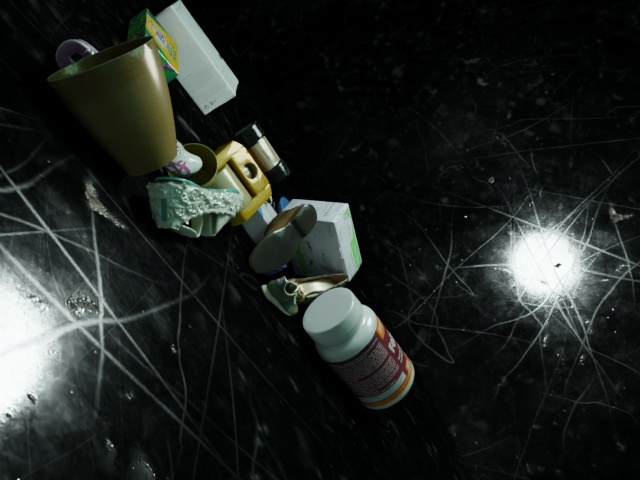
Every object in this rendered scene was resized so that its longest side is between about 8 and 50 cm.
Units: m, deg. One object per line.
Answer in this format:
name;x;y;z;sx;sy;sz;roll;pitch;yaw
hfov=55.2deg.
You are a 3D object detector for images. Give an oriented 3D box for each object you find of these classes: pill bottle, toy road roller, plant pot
pill bottle;0.124;0.350;1.993;0.392;0.224;0.224;53;11;-30
toy road roller;-0.277;-0.197;1.907;0.203;0.240;0.329;55;48;-20
plant pot;-0.422;-0.281;1.340;0.237;0.237;0.254;-103;174;-61
plant pot;-0.341;-0.182;1.667;0.134;0.134;0.095;62;-11;17

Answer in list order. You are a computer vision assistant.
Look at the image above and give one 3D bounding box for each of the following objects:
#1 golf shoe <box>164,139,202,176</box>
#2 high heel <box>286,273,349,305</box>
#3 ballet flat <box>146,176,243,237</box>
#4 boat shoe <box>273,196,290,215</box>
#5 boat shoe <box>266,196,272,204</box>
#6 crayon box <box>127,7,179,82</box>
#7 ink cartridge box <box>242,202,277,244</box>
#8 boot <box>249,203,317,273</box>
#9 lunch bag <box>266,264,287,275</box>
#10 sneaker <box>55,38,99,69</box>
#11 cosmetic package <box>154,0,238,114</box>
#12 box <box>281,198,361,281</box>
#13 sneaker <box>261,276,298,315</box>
golf shoe;-0.367;-0.213;1.539;0.186;0.086;0.068;7;54;-48
high heel;-0.015;0.140;2.049;0.093;0.186;0.261;64;12;21
ballet flat;-0.310;-0.073;1.533;0.147;0.147;0.409;60;13;8
boat shoe;-0.154;-0.084;2.351;0.109;0.089;0.258;41;20;-18
boat shoe;-0.193;-0.158;2.055;0.100;0.035;0.035;56;6;-42
crayon box;-0.560;-0.650;2.054;0.165;0.081;0.278;50;13;-38
ink cartridge box;-0.217;-0.089;2.062;0.140;0.082;0.191;55;12;-17
boot;-0.136;-0.003;1.919;0.305;0.115;0.112;-48;124;-36
lunch bag;-0.151;0.068;1.959;0.067;0.065;0.098;60;10;8
sneaker;-0.525;-0.392;1.469;0.236;0.095;0.104;49;6;-38
cosmetic package;-0.489;-0.698;2.329;0.385;0.156;0.217;54;13;-27
box;0.000;0.000;2.169;0.127;0.231;0.262;-54;139;-43
sneaker;-0.097;0.168;1.863;0.192;0.086;0.064;46;16;-52
